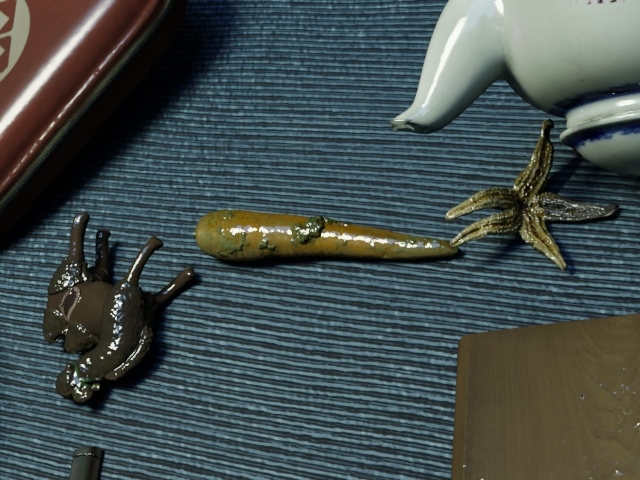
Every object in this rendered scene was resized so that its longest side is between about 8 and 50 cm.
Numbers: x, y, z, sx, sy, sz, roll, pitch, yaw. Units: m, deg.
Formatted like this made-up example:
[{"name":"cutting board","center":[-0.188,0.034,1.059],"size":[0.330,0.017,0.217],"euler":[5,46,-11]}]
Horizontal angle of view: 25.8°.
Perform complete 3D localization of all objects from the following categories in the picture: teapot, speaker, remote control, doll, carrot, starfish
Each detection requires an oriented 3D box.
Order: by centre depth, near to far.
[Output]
[{"name":"speaker","center":[0.179,0.185,0.886],"size":[0.192,0.153,0.231],"euler":[-10,51,21]},{"name":"teapot","center":[0.257,-0.151,1.069],"size":[0.424,0.252,0.280],"euler":[-5,85,-3]},{"name":"starfish","center":[0.175,-0.036,1.141],"size":[0.133,0.041,0.130],"euler":[14,65,5]},{"name":"remote control","center":[-0.202,0.212,1.161],"size":[0.034,0.016,0.091],"euler":[-15,49,23]},{"name":"carrot","center":[0.000,0.000,1.207],"size":[0.254,0.049,0.049],"euler":[4,57,25]},{"name":"doll","center":[-0.197,0.065,1.249],"size":[0.139,0.057,0.165],"euler":[16,68,33]}]

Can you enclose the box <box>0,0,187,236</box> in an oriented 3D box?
[{"name":"box","center":[-0.315,-0.175,1.426],"size":[0.404,0.108,0.263],"euler":[-51,51,-2]}]
